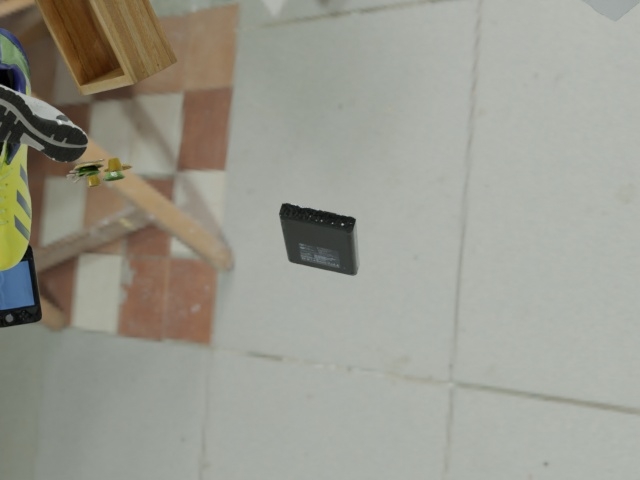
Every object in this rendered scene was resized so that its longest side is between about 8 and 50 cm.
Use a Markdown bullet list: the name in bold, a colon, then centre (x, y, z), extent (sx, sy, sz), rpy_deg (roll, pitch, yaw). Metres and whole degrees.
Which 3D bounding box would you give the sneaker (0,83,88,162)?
- **sneaker**: centre (-0.231, -0.094, 1.010), extent (0.040, 0.109, 0.044), rpy_deg (-52, 44, 8)

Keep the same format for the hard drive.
- **hard drive**: centre (0.000, 0.000, 1.645), extent (0.094, 0.135, 0.022), rpy_deg (12, 66, 9)

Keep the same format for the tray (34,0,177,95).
- **tray**: centre (-0.324, -0.385, 1.612), extent (0.203, 0.076, 0.411), rpy_deg (3, 121, 62)

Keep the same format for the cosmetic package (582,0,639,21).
- **cosmetic package**: centre (0.306, -0.450, 1.324), extent (0.385, 0.217, 0.156), rpy_deg (-65, 11, -23)

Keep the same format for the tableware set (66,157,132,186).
- **tableware set**: centre (-0.348, -0.106, 2.096), extent (0.154, 0.104, 0.024), rpy_deg (155, 105, -70)

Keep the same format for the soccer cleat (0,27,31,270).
- **soccer cleat**: centre (-0.355, -0.084, 1.404), extent (0.121, 0.093, 0.289), rpy_deg (-119, 31, -57)

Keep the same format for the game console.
- **game console**: centre (-0.478, 0.068, 1.958), extent (0.071, 0.107, 0.122), rpy_deg (139, 122, -81)
